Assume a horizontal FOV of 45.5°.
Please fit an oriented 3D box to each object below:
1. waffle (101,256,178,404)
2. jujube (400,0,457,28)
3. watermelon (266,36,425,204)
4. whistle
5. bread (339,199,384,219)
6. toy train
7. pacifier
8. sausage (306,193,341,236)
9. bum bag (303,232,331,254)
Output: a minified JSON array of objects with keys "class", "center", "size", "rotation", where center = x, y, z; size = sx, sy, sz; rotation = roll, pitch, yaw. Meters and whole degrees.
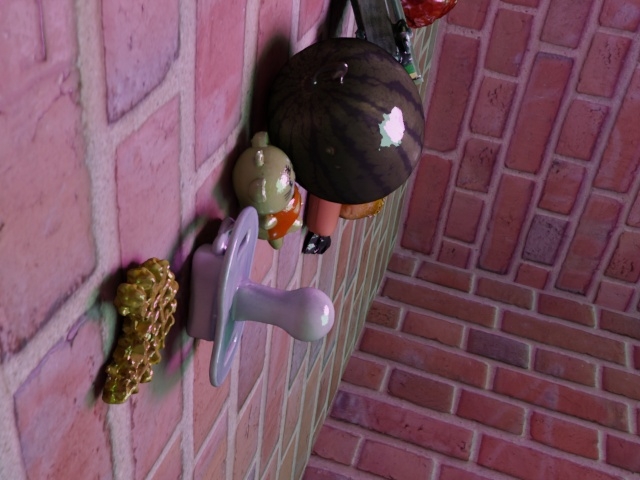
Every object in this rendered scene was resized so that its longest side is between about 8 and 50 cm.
[{"class":"waffle","center":[-0.235,0.112,0.979],"size":[0.149,0.051,0.194],"rotation":[-38,146,-72]},{"class":"jujube","center":[0.266,-0.671,2.046],"size":[0.232,0.212,0.213],"rotation":[-52,155,-67]},{"class":"watermelon","center":[0.045,-0.211,1.355],"size":[0.359,0.278,0.279],"rotation":[39,66,-64]},{"class":"whistle","center":[-0.087,-0.069,1.314],"size":[0.288,0.106,0.131],"rotation":[80,9,-60]},{"class":"bread","center":[0.103,-0.178,1.963],"size":[0.195,0.176,0.247],"rotation":[-50,152,-73]},{"class":"toy train","center":[0.122,-0.464,1.602],"size":[0.202,0.120,0.301],"rotation":[40,36,-73]},{"class":"pacifier","center":[-0.089,0.095,1.212],"size":[0.244,0.232,0.300],"rotation":[-61,164,-61]},{"class":"sausage","center":[0.019,-0.141,1.831],"size":[0.086,0.086,0.289],"rotation":[-55,159,-60]},{"class":"bum bag","center":[0.000,0.000,2.024],"size":[0.197,0.049,0.087],"rotation":[6,104,-80]}]
